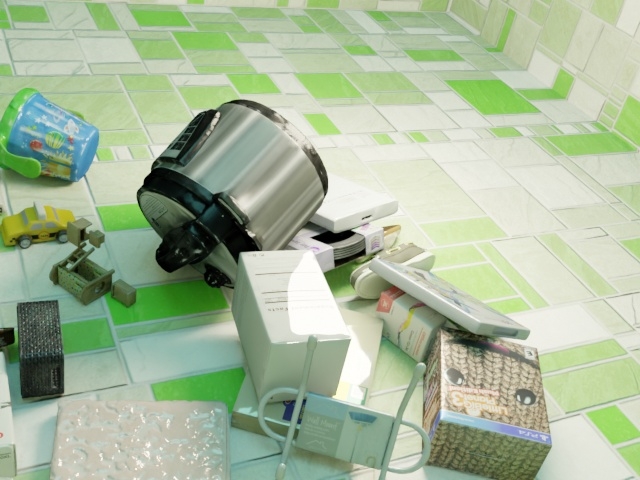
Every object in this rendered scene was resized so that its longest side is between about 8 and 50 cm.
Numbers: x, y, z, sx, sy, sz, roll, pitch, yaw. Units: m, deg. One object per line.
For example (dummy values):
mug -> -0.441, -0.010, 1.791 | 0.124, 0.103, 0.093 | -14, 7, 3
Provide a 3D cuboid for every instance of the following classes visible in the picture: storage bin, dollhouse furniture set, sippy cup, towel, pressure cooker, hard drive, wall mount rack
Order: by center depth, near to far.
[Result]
towel -> -0.332, 0.420, 1.420 | 0.332, 0.053, 0.317 | 4, 36, -14
wall mount rack -> 0.054, 0.333, 1.449 | 0.350, 0.304, 0.130 | 14, 8, 2
storage bin -> -0.573, 0.219, 1.560 | 0.084, 0.122, 0.180 | -4, 38, -22
dollhouse furniture set -> -0.524, 0.063, 1.759 | 0.182, 0.161, 0.101 | 28, 38, 22
pressure cooker -> -0.228, -0.086, 1.839 | 0.376, 0.370, 0.420 | 28, 64, 28
sippy cup -> -0.748, -0.276, 2.126 | 0.224, 0.240, 0.305 | 21, 66, -5
hard drive -> 0.010, -0.121, 2.131 | 0.233, 0.047, 0.353 | -19, 32, -36

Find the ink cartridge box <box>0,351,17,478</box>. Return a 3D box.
ink cartridge box -> -0.657, 0.329, 1.398 | 0.172, 0.100, 0.237 | -5, 38, -24

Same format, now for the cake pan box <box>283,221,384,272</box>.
cake pan box -> 0.000, 0.000, 2.021 | 0.246, 0.070, 0.267 | -21, 28, -31

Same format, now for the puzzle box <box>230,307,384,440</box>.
puzzle box -> -0.017, 0.286, 1.706 | 0.272, 0.052, 0.409 | 16, 35, 3

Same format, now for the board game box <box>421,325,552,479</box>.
board game box -> 0.350, 0.352, 1.653 | 0.232, 0.141, 0.291 | 13, 35, 0

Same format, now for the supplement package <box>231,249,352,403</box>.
supplement package -> -0.071, 0.177, 1.640 | 0.175, 0.177, 0.293 | -1, 38, -20

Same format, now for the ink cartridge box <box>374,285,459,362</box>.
ink cartridge box -> 0.226, 0.209, 1.834 | 0.198, 0.115, 0.067 | 35, 41, 29

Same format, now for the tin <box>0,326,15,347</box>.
tin -> -0.695, 0.205, 1.537 | 0.106, 0.040, 0.190 | -1, 2, 11

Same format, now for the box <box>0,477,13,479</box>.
box -> -0.566, 0.456, 1.262 | 0.101, 0.087, 0.102 | 5, 35, -11

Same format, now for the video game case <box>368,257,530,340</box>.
video game case -> 0.319, 0.145, 1.875 | 0.329, 0.036, 0.300 | 31, 10, 36

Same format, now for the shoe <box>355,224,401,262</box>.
shoe -> 0.158, 0.005, 2.159 | 0.077, 0.058, 0.219 | 0, 17, 40

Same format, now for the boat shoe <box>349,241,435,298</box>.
boat shoe -> 0.178, 0.073, 2.021 | 0.305, 0.109, 0.091 | -15, 43, -42

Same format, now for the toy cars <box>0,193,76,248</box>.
toy cars -> -0.804, -0.080, 1.933 | 0.394, 0.087, 0.176 | 16, 35, 5
